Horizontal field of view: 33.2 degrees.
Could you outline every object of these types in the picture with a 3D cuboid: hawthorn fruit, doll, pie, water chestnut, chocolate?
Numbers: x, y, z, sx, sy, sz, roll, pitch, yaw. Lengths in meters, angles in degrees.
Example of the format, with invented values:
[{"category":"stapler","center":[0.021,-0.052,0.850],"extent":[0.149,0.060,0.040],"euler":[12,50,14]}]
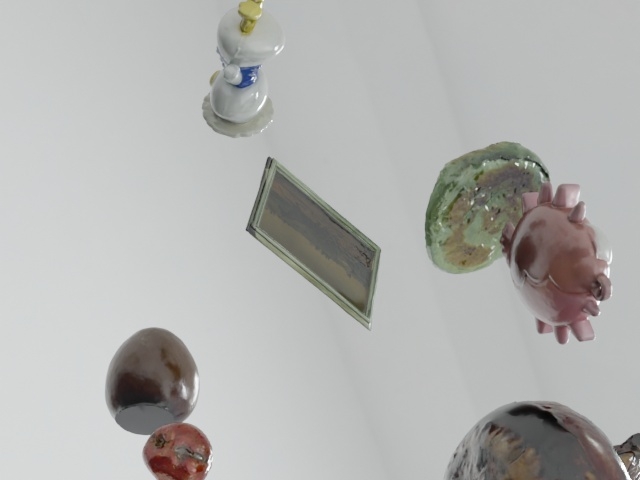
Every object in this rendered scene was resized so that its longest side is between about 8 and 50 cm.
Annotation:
[{"category":"hawthorn fruit","center":[-0.183,0.273,1.365],"extent":[0.093,0.093,0.093],"euler":[28,-45,33]},{"category":"doll","center":[0.303,0.028,1.403],"extent":[0.262,0.093,0.211],"euler":[-159,-115,-72]},{"category":"pie","center":[0.253,-0.047,1.671],"extent":[0.054,0.240,0.240],"euler":[-126,-151,-46]},{"category":"water chestnut","center":[0.304,0.331,1.359],"extent":[0.300,0.300,0.300],"euler":[28,-45,33]},{"category":"doll","center":[-0.120,-0.263,1.652],"extent":[0.119,0.138,0.293],"euler":[17,-36,3]},{"category":"chocolate","center":[-0.272,0.226,1.754],"extent":[0.177,0.177,0.177],"euler":[28,-45,33]}]

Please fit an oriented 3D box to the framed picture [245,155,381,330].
[{"category":"framed picture","center":[0.000,0.000,1.638],"extent":[0.252,0.197,0.014],"euler":[40,-57,-20]}]
